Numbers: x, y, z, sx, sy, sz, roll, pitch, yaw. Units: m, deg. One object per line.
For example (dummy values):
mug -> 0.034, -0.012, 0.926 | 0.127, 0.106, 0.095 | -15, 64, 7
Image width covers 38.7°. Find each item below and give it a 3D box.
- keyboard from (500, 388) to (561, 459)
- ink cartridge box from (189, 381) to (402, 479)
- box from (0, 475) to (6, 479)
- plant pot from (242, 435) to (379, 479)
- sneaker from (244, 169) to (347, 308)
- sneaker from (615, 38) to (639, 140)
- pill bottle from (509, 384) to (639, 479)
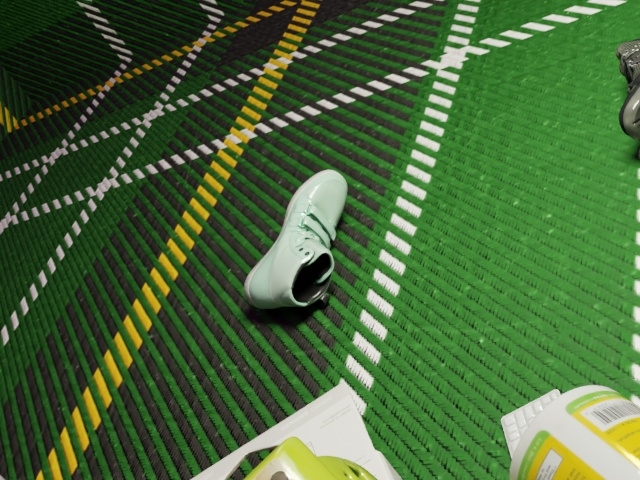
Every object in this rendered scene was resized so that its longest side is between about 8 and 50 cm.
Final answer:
keyboard -> 0.232, 0.248, 0.881 | 0.072, 0.014, 0.256 | -28, 30, 14
ink cartridge box -> -0.045, 0.326, 1.002 | 0.296, 0.066, 0.261 | -33, 30, 4
box -> -0.411, 0.428, 1.239 | 0.063, 0.067, 0.324 | -43, 29, -13
plant pot -> -0.007, 0.315, 0.766 | 0.228, 0.207, 0.227 | -45, 52, -4
sneaker -> 0.000, 0.001, 1.390 | 0.151, 0.094, 0.256 | 2, 56, 55
sneaker -> 0.447, -0.211, 1.246 | 0.130, 0.087, 0.227 | 4, 45, 51
pill bottle -> 0.277, 0.232, 0.724 | 0.136, 0.136, 0.246 | -40, 36, -7
